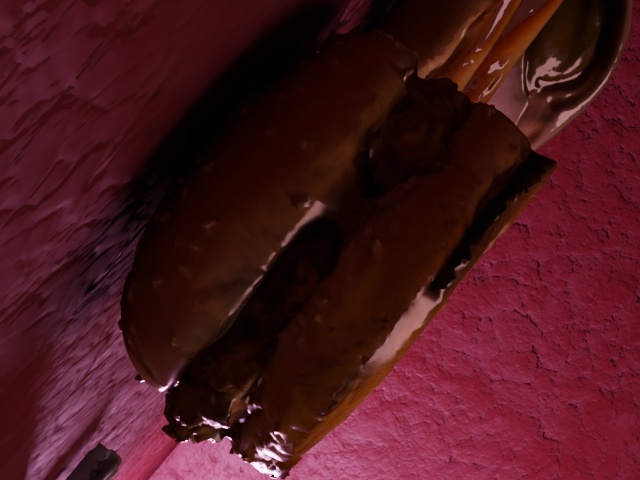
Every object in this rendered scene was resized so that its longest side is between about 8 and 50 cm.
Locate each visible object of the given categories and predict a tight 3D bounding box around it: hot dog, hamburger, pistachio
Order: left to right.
[{"bbox_3d":[-0.006,0.007,0.416,0.191,0.118,0.182,-55,172,23],"label":"hamburger"},{"bbox_3d":[0.056,-0.094,0.531,0.100,0.068,0.249,-27,159,-47],"label":"hot dog"},{"bbox_3d":[0.174,-0.164,0.853,0.138,0.153,0.238,0,144,-29],"label":"pistachio"}]

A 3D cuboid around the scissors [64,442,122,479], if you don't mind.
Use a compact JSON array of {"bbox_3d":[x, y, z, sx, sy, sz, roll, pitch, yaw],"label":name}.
[{"bbox_3d":[-0.248,0.261,0.780,0.256,0.030,0.125,-48,178,0],"label":"scissors"}]
